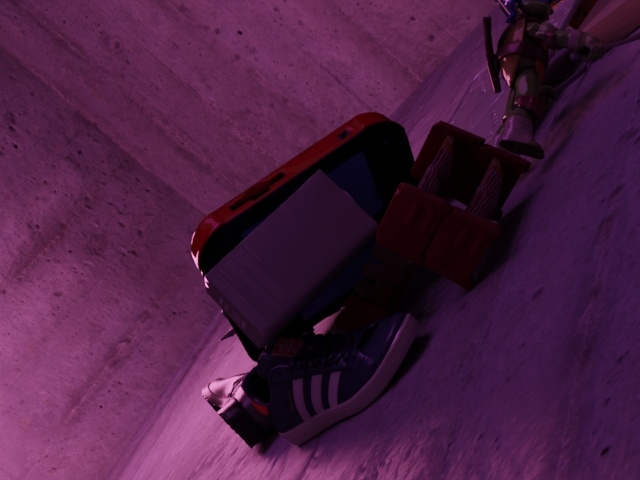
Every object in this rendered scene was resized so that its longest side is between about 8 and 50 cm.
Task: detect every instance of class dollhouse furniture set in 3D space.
[{"bbox_3d":[0.149,0.031,1.789,0.201,0.152,0.374,-58,-6,-49],"label":"dollhouse furniture set"}]

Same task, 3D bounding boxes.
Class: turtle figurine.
[{"bbox_3d":[0.367,-0.234,1.869,0.198,0.275,0.266,1,68,52],"label":"turtle figurine"}]

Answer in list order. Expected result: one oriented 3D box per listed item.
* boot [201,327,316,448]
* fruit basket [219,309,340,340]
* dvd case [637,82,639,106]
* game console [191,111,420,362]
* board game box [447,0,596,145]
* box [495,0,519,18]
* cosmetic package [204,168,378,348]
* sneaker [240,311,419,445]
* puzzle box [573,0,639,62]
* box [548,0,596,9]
[{"bbox_3d":[-0.085,0.251,2.172,0.223,0.118,0.338,-44,13,-9],"label":"boot"},{"bbox_3d":[-0.015,0.037,2.250,0.353,0.165,0.327,-52,-13,21],"label":"fruit basket"},{"bbox_3d":[0.458,-0.228,1.611,0.087,0.013,0.119,-45,9,33],"label":"dvd case"},{"bbox_3d":[0.000,0.000,1.945,0.387,0.342,0.060,-34,46,-9],"label":"game console"},{"bbox_3d":[0.328,-0.244,2.259,0.390,0.050,0.390,-59,10,-28],"label":"board game box"},{"bbox_3d":[0.417,-0.747,2.448,0.297,0.471,0.480,-38,0,-5],"label":"box"},{"bbox_3d":[-0.042,0.026,1.759,0.238,0.127,0.107,-41,-11,-15],"label":"cosmetic package"},{"bbox_3d":[-0.001,0.178,1.755,0.350,0.148,0.131,-43,10,43],"label":"sneaker"},{"bbox_3d":[0.594,-0.495,2.043,0.409,0.052,0.272,-53,7,-30],"label":"puzzle box"},{"bbox_3d":[0.506,-0.477,2.492,0.059,0.054,0.169,-51,6,-16],"label":"box"}]
